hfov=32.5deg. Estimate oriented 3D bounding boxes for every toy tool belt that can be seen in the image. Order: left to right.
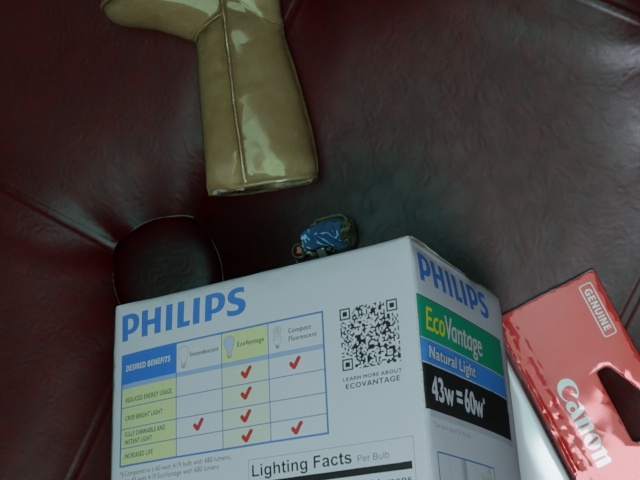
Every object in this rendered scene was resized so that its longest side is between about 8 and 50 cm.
[{"bbox_3d":[0.000,0.000,1.260,0.083,0.051,0.052,-20,83,13],"label":"toy tool belt"}]

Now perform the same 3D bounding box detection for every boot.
[{"bbox_3d":[-0.135,-0.184,1.285,0.236,0.089,0.270,-9,87,14],"label":"boot"}]

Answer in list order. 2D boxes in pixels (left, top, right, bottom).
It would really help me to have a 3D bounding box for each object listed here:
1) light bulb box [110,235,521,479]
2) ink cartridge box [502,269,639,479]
[{"bbox_3d":[-0.005,0.227,1.081,0.357,0.225,0.361,-14,66,27],"label":"light bulb box"},{"bbox_3d":[0.244,0.217,1.183,0.261,0.066,0.296,-29,81,13],"label":"ink cartridge box"}]
